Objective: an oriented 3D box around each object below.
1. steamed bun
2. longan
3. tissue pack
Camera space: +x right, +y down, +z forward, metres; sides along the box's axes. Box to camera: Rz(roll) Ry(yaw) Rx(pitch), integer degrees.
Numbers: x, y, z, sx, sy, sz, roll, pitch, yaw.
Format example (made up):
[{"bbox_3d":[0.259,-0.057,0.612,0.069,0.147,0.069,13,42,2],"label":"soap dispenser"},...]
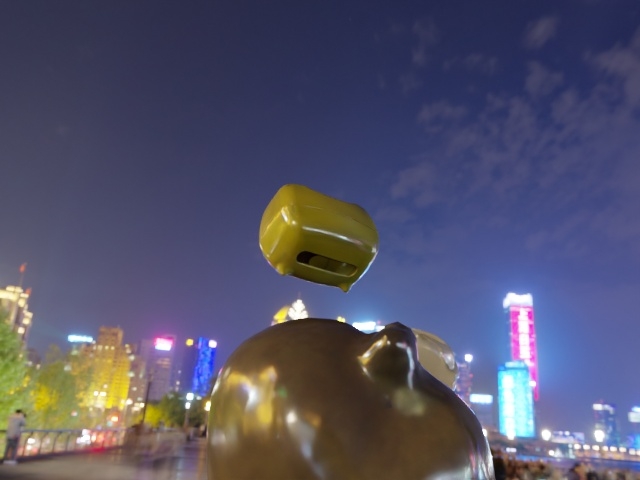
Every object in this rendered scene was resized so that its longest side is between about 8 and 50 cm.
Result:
[{"bbox_3d":[0.165,0.241,1.059,0.182,0.183,0.106,3,14,5],"label":"steamed bun"},{"bbox_3d":[0.022,0.209,0.545,0.300,0.300,0.243,-3,7,20],"label":"longan"},{"bbox_3d":[0.000,0.000,0.867,0.178,0.127,0.123,17,-52,-26],"label":"tissue pack"}]
